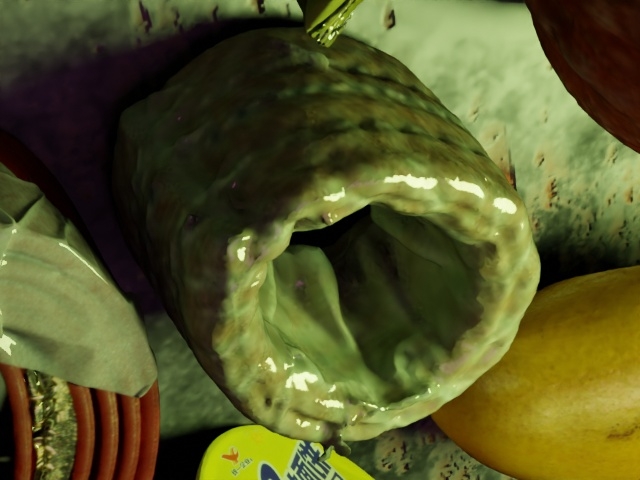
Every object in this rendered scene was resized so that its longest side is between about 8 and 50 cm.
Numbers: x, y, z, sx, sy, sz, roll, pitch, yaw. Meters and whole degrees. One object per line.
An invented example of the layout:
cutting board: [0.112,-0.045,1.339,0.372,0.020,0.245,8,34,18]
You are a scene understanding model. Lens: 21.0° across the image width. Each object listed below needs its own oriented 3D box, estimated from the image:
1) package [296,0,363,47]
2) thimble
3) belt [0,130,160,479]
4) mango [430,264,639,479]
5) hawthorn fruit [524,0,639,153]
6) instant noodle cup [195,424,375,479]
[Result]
package: [0.001,-0.203,0.804,0.168,0.090,0.226,-46,135,7]
thimble: [0.006,-0.001,0.949,0.196,0.148,0.229,-35,140,-2]
belt: [-0.206,0.079,0.903,0.227,0.115,0.323,-19,135,-20]
mango: [0.197,0.097,1.170,0.257,0.138,0.187,-14,153,-4]
hawthorn fruit: [0.229,-0.127,0.891,0.242,0.271,0.242,-17,144,-13]
instant noodle cup: [-0.040,0.254,1.117,0.213,0.213,0.174,16,125,-41]
